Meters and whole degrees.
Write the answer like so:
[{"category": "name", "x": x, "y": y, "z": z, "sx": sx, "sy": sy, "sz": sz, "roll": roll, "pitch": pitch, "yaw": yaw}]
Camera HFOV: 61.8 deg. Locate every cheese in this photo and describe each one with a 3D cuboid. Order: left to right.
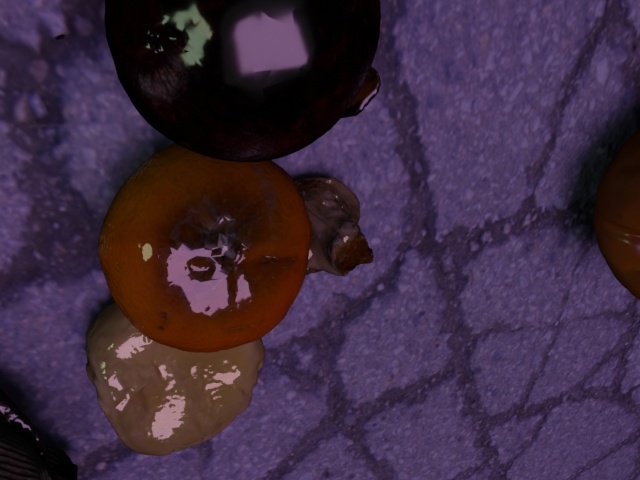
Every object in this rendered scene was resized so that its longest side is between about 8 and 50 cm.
[{"category": "cheese", "x": -0.176, "y": 0.156, "z": 0.680, "sx": 0.214, "sy": 0.117, "sz": 0.226, "roll": -18, "pitch": 123, "yaw": -22}]

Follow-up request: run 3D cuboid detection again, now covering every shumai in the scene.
[{"category": "shumai", "x": 0.003, "y": -0.003, "z": 0.657, "sx": 0.146, "sy": 0.116, "sz": 0.145, "roll": -12, "pitch": 126, "yaw": -17}]

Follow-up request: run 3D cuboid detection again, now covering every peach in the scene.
[{"category": "peach", "x": 0.606, "y": -0.043, "z": 0.806, "sx": 0.302, "sy": 0.343, "sz": 0.342, "roll": -35, "pitch": 134, "yaw": -31}]

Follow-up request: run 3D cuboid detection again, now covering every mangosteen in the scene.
[{"category": "mangosteen", "x": -0.048, "y": -0.182, "z": 0.464, "sx": 0.265, "sy": 0.228, "sz": 0.228, "roll": -21, "pitch": 135, "yaw": -51}]

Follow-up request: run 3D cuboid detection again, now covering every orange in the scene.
[{"category": "orange", "x": -0.111, "y": 0.007, "z": 0.552, "sx": 0.224, "sy": 0.170, "sz": 0.224, "roll": -1, "pitch": 94, "yaw": -18}]

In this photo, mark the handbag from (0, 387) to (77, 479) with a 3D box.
[{"category": "handbag", "x": -0.417, "y": 0.298, "z": 0.573, "sx": 0.247, "sy": 0.240, "sz": 0.340, "roll": -27, "pitch": 128, "yaw": -9}]
